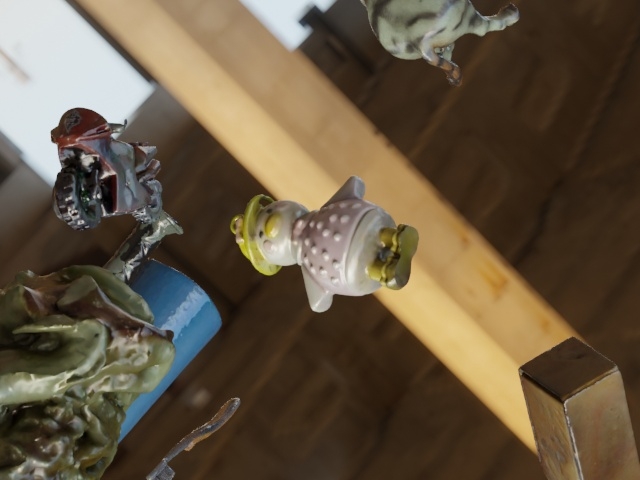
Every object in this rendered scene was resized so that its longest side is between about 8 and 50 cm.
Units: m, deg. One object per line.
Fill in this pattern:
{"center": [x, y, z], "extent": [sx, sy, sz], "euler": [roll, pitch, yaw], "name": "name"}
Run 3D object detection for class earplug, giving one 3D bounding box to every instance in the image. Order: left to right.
{"center": [-0.250, 0.164, 2.270], "extent": [0.273, 0.132, 0.132], "euler": [-53, -162, -27], "name": "earplug"}

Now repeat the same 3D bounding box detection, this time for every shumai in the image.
{"center": [-0.231, 0.113, 1.421], "extent": [0.218, 0.189, 0.256], "euler": [-60, -175, 8], "name": "shumai"}

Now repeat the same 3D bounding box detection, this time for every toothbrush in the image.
{"center": [-0.176, 0.281, 2.672], "extent": [0.023, 0.031, 0.321], "euler": [-40, -179, 24], "name": "toothbrush"}

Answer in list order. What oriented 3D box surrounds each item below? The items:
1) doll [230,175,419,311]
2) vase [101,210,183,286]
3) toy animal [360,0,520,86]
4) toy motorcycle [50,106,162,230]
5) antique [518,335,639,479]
{"center": [0.000, 0.000, 1.714], "extent": [0.207, 0.081, 0.129], "euler": [11, -98, 37], "name": "doll"}
{"center": [-0.220, 0.036, 2.062], "extent": [0.167, 0.059, 0.059], "euler": [-54, -163, -8], "name": "vase"}
{"center": [0.058, -0.245, 1.546], "extent": [0.090, 0.255, 0.170], "euler": [-35, -175, 29], "name": "toy animal"}
{"center": [-0.219, -0.073, 1.914], "extent": [0.082, 0.122, 0.213], "euler": [-5, -179, 19], "name": "toy motorcycle"}
{"center": [0.319, 0.270, 2.226], "extent": [0.087, 0.310, 0.093], "euler": [-29, -147, -18], "name": "antique"}
